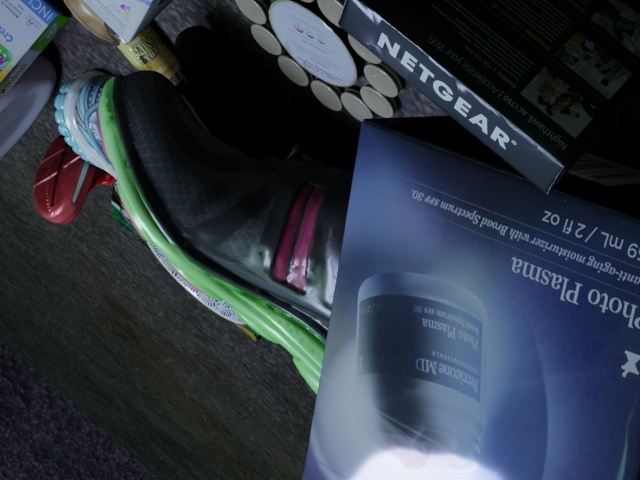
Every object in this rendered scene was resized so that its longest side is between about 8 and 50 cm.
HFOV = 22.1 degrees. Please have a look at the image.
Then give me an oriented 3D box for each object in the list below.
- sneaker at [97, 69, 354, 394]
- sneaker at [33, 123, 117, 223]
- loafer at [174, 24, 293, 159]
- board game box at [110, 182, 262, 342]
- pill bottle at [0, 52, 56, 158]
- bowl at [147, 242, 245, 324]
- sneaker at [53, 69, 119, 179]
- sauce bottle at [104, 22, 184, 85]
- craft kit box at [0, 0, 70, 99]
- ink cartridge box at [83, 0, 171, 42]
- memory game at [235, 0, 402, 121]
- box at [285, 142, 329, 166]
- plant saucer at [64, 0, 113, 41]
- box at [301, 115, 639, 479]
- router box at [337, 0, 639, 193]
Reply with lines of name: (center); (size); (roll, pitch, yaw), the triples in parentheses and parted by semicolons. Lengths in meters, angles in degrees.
sneaker: (0.000, 0.000, 1.502); (0.483, 0.202, 0.185); (41, -169, 2)
sneaker: (-0.236, -0.080, 1.816); (0.087, 0.221, 0.128); (-26, 127, 32)
loafer: (-0.094, -0.138, 1.580); (0.061, 0.062, 0.170); (24, 152, 53)
board game box: (-0.163, 0.021, 2.086); (0.259, 0.030, 0.136); (41, 162, 7)
pill bottle: (-0.507, -0.243, 1.927); (0.363, 0.210, 0.210); (42, 160, 2)
bowl: (-0.119, 0.010, 1.899); (0.170, 0.080, 0.170); (37, 160, 16)
sneaker: (-0.151, -0.069, 1.721); (0.283, 0.110, 0.122); (40, 159, -30)
sauce bottle: (-0.188, -0.205, 1.645); (0.128, 0.042, 0.042); (49, 160, -23)
craft kit box: (-0.445, -0.234, 1.787); (0.250, 0.246, 0.061); (43, -175, 3)
ink cartridge box: (-0.168, -0.274, 1.412); (0.134, 0.078, 0.231); (44, 160, -3)
memory game: (-0.003, -0.171, 1.406); (0.186, 0.012, 0.186); (36, 159, 16)
box: (0.040, 0.025, 1.646); (0.233, 0.044, 0.159); (46, 161, 8)
plant saucer: (-0.237, -0.243, 1.700); (0.083, 0.015, 0.083); (36, 159, 16)
box: (0.162, 0.087, 1.162); (0.296, 0.183, 0.294); (23, 111, 43)
router box: (0.121, -0.137, 1.060); (0.179, 0.133, 0.046); (40, 157, 9)
